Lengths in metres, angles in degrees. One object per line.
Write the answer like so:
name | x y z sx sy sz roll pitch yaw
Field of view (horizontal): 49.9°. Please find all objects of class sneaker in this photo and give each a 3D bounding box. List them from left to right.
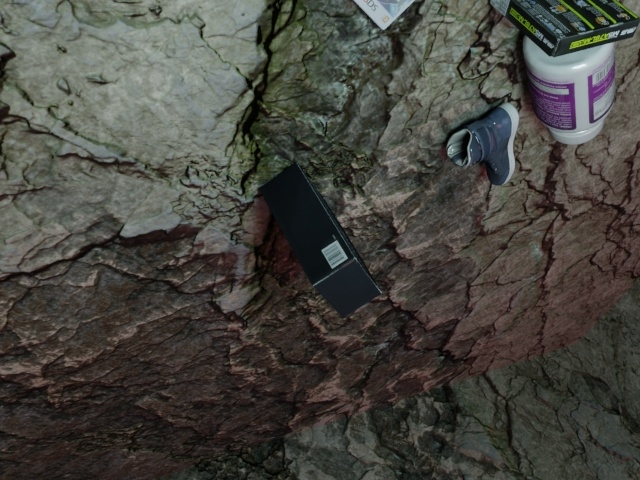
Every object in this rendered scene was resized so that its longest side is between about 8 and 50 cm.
sneaker | 0.360 -0.187 1.554 0.163 0.086 0.226 -32 140 -18

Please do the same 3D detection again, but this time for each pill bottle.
pill bottle | 0.520 -0.329 1.425 0.169 0.169 0.301 -33 148 5

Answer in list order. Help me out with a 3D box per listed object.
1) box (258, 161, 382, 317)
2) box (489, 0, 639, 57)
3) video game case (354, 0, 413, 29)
box | 0.000 0.000 1.372 0.103 0.261 0.184 -34 147 6
box | 0.430 -0.409 1.220 0.184 0.190 0.045 -17 143 -21
video game case | 0.125 -0.449 1.076 0.201 0.023 0.183 -42 146 17
